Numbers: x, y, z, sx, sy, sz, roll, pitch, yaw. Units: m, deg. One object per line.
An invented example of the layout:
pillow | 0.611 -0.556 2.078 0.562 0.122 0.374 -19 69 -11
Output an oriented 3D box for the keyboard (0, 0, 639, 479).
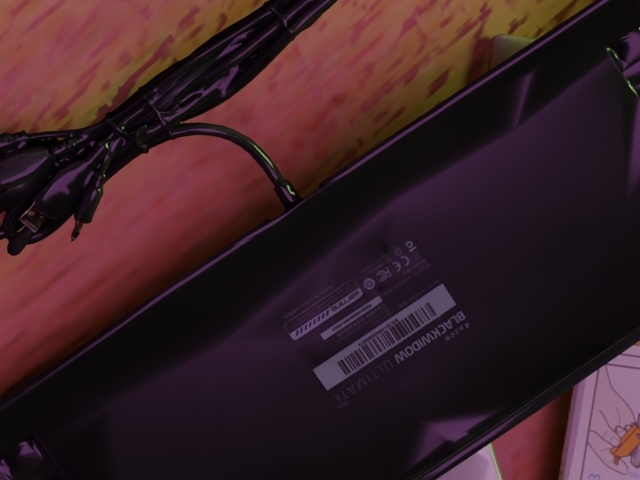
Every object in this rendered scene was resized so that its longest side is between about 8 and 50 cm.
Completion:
keyboard | 0.000 0.000 0.707 0.317 0.033 0.201 -34 110 0

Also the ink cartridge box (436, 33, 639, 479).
ink cartridge box | 0.178 0.074 0.788 0.261 0.066 0.296 9 103 5
